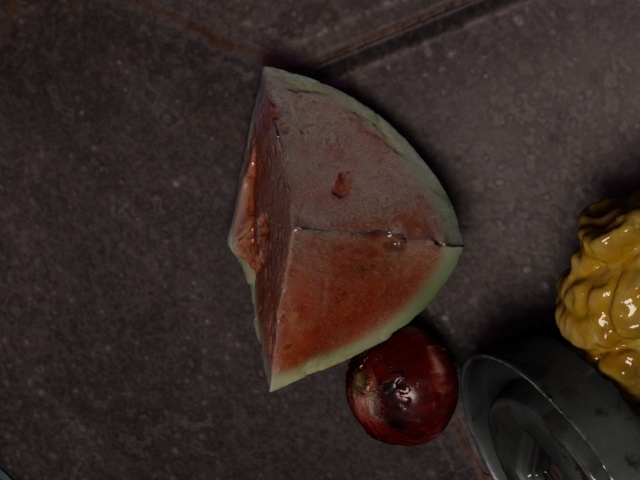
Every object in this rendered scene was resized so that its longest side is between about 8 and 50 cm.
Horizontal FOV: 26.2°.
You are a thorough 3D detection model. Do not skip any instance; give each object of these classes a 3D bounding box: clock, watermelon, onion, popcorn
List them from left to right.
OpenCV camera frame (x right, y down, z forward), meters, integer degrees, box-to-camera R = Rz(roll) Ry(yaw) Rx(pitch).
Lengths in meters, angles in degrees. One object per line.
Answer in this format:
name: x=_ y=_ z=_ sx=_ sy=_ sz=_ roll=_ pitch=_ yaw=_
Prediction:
watermelon: x=0.000 y=0.000 z=1.369 sx=0.256 sy=0.176 sz=0.260 roll=33 pitch=131 yaw=16
onion: x=0.086 y=0.149 z=1.420 sx=0.131 sy=0.131 sz=0.131 roll=4 pitch=110 yaw=11
clock: x=0.247 y=0.231 z=1.330 sx=0.061 sy=0.312 sz=0.312 roll=-29 pitch=103 yaw=-16
popcorn: x=0.333 y=0.044 z=1.279 sx=0.250 sy=0.190 sz=0.250 roll=-12 pitch=127 yaw=-16

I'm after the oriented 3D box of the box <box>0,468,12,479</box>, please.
box: x=-0.429 y=0.325 z=1.625 sx=0.194 sy=0.073 sz=0.139 roll=46 pitch=112 yaw=-5
